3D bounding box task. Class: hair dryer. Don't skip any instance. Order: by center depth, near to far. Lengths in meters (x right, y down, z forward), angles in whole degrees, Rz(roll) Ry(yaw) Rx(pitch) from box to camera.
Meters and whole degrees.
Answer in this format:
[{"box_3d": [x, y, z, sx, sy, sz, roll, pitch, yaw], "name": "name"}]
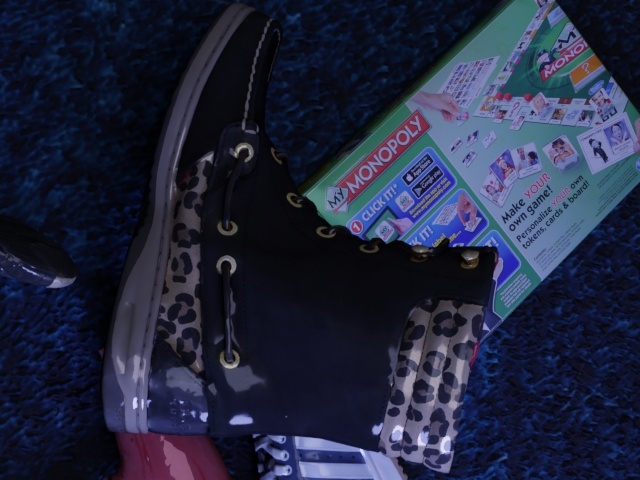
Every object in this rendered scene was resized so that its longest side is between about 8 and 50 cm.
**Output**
[{"box_3d": [-0.174, 0.219, 1.443, 0.223, 0.080, 0.293, 17, 80, -21], "name": "hair dryer"}]

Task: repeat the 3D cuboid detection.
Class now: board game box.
[{"box_3d": [0.149, -0.060, 1.617, 0.317, 0.046, 0.213, -43, 102, -19], "name": "board game box"}]

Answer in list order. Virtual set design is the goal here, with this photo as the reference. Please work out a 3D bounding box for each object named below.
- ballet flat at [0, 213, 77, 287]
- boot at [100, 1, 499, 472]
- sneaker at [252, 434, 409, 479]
[{"box_3d": [-0.280, 0.005, 1.436, 0.173, 0.057, 0.049, 19, 120, -20], "name": "ballet flat"}, {"box_3d": [0.000, 0.000, 1.419, 0.284, 0.138, 0.377, 11, 63, 6], "name": "boot"}, {"box_3d": [-0.031, 0.185, 1.497, 0.153, 0.099, 0.282, -35, 100, -20], "name": "sneaker"}]
